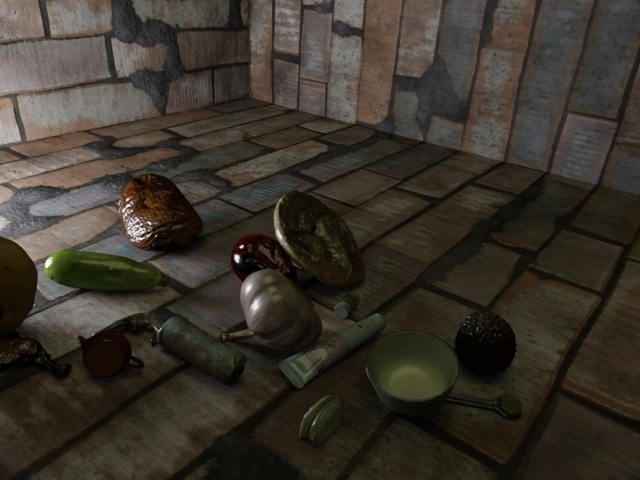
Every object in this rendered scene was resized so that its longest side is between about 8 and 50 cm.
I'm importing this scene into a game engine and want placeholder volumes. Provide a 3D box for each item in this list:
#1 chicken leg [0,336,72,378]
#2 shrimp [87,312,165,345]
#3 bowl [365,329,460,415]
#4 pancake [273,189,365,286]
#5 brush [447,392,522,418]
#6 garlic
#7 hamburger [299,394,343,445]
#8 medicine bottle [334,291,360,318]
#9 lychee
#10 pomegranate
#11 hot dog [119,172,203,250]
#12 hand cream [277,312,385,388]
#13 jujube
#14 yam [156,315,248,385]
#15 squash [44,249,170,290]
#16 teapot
[{"bbox_3d":[-0.728,0.286,1.252,0.253,0.051,0.106,5,34,1],"label":"chicken leg"},{"bbox_3d":[-0.504,0.250,1.364,0.147,0.035,0.195,29,36,35],"label":"shrimp"},{"bbox_3d":[0.213,0.320,1.197,0.211,0.112,0.212,-5,38,4],"label":"bowl"},{"bbox_3d":[-0.001,-0.001,1.696,0.386,0.082,0.387,29,34,-22],"label":"pancake"},{"bbox_3d":[0.342,0.376,1.218,0.265,0.027,0.062,7,38,9],"label":"brush"},{"bbox_3d":[-0.146,0.205,1.350,0.253,0.245,0.245,-35,31,5],"label":"garlic"},{"bbox_3d":[0.009,0.380,1.115,0.054,0.084,0.121,24,33,37],"label":"hamburger"},{"bbox_3d":[0.080,0.191,1.519,0.047,0.047,0.083,16,30,23],"label":"medicine bottle"},{"bbox_3d":[0.419,0.257,1.308,0.171,0.171,0.171,3,28,-1],"label":"lychee"},{"bbox_3d":[-0.898,0.113,1.285,0.332,0.333,0.333,3,28,-1],"label":"pomegranate"},{"bbox_3d":[-0.576,-0.090,1.856,0.266,0.175,0.387,-16,43,-28],"label":"hot dog"},{"bbox_3d":[0.041,0.282,1.345,0.331,0.058,0.085,-25,56,-34],"label":"hand cream"},{"bbox_3d":[-0.171,0.076,1.590,0.236,0.168,0.168,31,38,34],"label":"jujube"},{"bbox_3d":[-0.295,0.274,1.277,0.259,0.093,0.093,22,33,29],"label":"yam"},{"bbox_3d":[-0.647,0.096,1.550,0.370,0.119,0.118,7,28,0],"label":"squash"},{"bbox_3d":[-0.513,0.274,1.252,0.173,0.116,0.116,26,24,-15],"label":"teapot"}]
